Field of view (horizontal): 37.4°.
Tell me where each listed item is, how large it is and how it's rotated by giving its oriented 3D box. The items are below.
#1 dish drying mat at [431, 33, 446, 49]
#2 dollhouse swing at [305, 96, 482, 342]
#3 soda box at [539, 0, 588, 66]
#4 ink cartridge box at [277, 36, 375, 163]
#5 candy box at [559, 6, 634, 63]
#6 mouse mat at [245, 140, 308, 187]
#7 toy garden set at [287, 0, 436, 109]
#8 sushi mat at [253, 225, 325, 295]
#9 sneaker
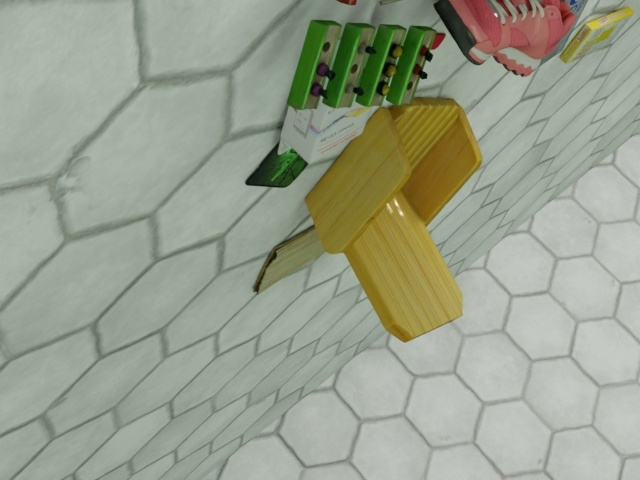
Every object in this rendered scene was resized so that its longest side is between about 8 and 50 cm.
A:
[{"bbox_3d":[0.171,-0.312,1.487,0.083,0.008,0.032,-18,151,-55],"label":"dish drying mat"},{"bbox_3d":[0.201,-0.042,1.725,0.315,0.305,0.347,-50,161,26],"label":"dollhouse swing"},{"bbox_3d":[0.383,-0.409,1.573,0.091,0.098,0.286,-35,163,-18],"label":"soda box"},{"bbox_3d":[0.016,-0.186,1.321,0.115,0.067,0.198,-32,159,-32],"label":"ink cartridge box"},{"bbox_3d":[0.628,-0.466,2.143,0.206,0.027,0.105,-27,161,-42],"label":"candy box"},{"bbox_3d":[-0.025,-0.150,1.454,0.189,0.007,0.153,-48,163,18],"label":"mouse mat"},{"bbox_3d":[0.082,-0.258,1.185,0.244,0.049,0.203,-13,128,-48],"label":"toy garden set"},{"bbox_3d":[0.000,0.000,1.890,0.317,0.019,0.151,-31,162,-36],"label":"sushi mat"},{"bbox_3d":[0.281,-0.339,1.409,0.136,0.115,0.314,-38,161,30],"label":"sneaker"}]
